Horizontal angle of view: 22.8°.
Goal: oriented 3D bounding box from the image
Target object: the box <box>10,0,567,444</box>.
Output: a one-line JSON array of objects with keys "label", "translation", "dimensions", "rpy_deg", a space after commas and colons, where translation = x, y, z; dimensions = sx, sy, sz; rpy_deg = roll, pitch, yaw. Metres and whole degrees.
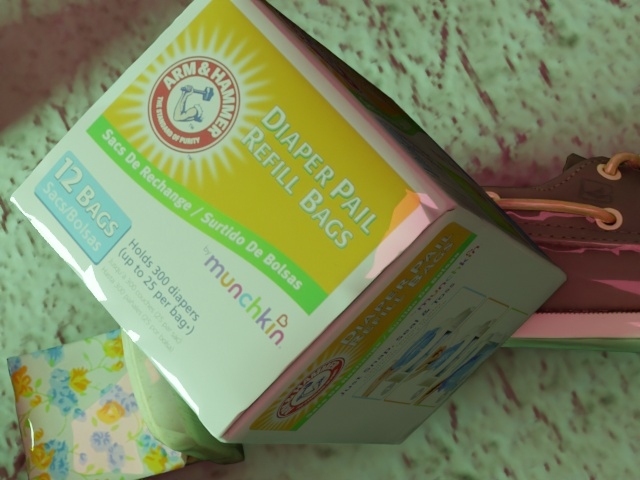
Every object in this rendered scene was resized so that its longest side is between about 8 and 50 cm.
[{"label": "box", "translation": [0.000, 0.000, 0.575], "dimensions": [0.103, 0.203, 0.114], "rpy_deg": [-46, 73, 8]}]

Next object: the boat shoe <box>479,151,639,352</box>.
[{"label": "boat shoe", "translation": [0.109, 0.005, 0.702], "dimensions": [0.305, 0.109, 0.091], "rpy_deg": [-3, 83, 11]}]

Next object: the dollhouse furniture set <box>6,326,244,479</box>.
[{"label": "dollhouse furniture set", "translation": [-0.237, 0.077, 0.660], "dimensions": [0.362, 0.256, 0.394], "rpy_deg": [-15, 77, 5]}]
